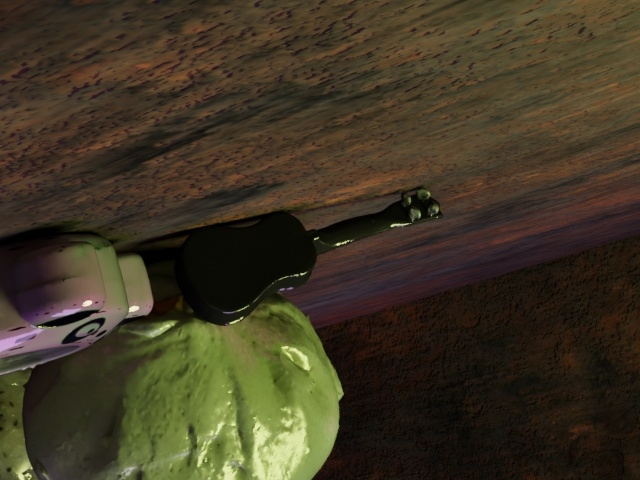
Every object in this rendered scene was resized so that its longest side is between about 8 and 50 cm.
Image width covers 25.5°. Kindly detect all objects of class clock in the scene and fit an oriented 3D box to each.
[{"bbox_3d":[-0.266,0.063,1.088,0.247,0.090,0.227,-17,174,7],"label":"clock"}]

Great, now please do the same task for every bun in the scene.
[{"bbox_3d":[-0.123,0.114,1.260,0.293,0.293,0.187,-12,144,-19],"label":"bun"}]

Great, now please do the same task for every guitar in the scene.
[{"bbox_3d":[0.001,-0.001,1.242,0.271,0.084,0.038,-19,161,-27],"label":"guitar"}]

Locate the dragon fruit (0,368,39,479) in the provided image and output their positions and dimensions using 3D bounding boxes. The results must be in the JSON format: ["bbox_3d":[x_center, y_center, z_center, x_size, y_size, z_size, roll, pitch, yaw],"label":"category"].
[{"bbox_3d":[-0.392,0.222,1.667,0.204,0.221,0.283,-43,-147,-1],"label":"dragon fruit"}]
